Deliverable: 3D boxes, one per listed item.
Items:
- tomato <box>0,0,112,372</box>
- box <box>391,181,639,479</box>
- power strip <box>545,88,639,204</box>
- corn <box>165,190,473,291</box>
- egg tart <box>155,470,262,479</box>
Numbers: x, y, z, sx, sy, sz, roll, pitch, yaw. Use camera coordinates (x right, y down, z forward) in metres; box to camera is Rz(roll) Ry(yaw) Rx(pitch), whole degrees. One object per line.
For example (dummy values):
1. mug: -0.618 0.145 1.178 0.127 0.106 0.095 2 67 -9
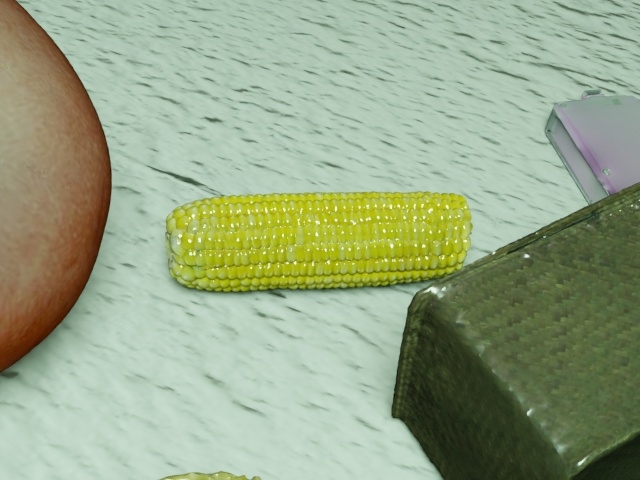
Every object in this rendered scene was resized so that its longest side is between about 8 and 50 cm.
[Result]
1. tomato: -0.290 -0.045 0.581 0.322 0.321 0.321 4 48 -5
2. box: 0.203 0.079 0.621 0.273 0.184 0.143 -23 55 -19
3. power strip: 0.310 -0.038 0.853 0.109 0.037 0.278 -8 51 -14
4. corn: 0.000 0.000 0.743 0.249 0.081 0.081 -2 49 -11
5. egg tart: -0.074 0.265 0.473 0.295 0.116 0.294 6 52 -7
